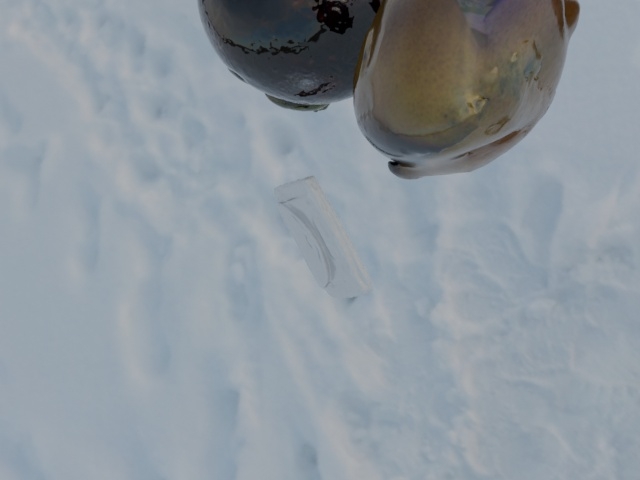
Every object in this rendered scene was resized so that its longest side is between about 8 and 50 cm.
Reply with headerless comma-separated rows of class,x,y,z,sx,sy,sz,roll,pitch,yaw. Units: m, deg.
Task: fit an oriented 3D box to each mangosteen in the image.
mangosteen,-0.026,-0.309,1.100,0.313,0.297,0.296,-14,55,51

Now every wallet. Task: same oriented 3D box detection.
wallet,0.000,0.000,1.178,0.032,0.182,0.124,-31,9,-27

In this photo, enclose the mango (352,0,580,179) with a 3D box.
mango,0.119,-0.144,0.728,0.201,0.287,0.152,-22,85,1
